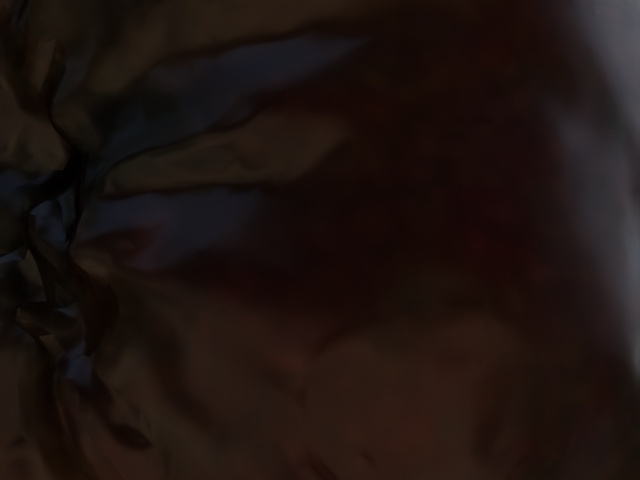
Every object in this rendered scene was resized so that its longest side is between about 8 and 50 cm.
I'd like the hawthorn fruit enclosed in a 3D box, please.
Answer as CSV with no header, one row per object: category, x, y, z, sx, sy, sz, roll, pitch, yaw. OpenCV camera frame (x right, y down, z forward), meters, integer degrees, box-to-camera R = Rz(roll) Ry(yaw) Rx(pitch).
hawthorn fruit,-0.010,-0.009,0.586,0.308,0.308,0.325,-27,0,36
